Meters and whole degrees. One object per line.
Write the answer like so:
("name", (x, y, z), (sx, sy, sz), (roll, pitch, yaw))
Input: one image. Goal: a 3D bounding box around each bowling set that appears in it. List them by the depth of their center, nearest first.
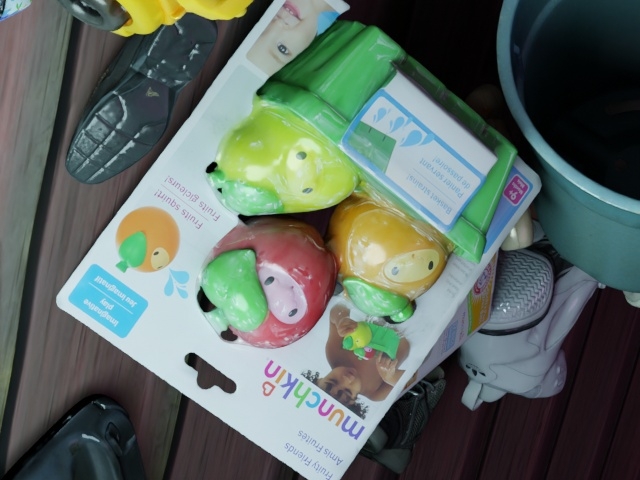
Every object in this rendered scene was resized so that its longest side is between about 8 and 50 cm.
("bowling set", (0.112, -0.065, 1.725), (0.287, 0.200, 0.154), (-67, 144, -83))

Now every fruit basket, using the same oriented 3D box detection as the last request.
("fruit basket", (0.000, 0.000, 1.471), (0.327, 0.165, 0.353), (39, 78, -25))

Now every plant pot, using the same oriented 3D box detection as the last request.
("plant pot", (0.344, -0.118, 1.695), (0.341, 0.341, 0.334), (-57, 165, -15))

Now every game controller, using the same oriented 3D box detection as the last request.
("game controller", (-0.214, 0.284, 1.525), (0.166, 0.067, 0.319), (-37, 141, -30))

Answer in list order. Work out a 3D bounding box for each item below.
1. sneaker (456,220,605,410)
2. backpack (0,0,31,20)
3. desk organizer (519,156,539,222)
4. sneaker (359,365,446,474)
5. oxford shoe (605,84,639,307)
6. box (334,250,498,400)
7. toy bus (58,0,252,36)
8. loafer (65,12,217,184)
("sneaker", (0.283, 0.059, 2.117), (0.366, 0.137, 0.210), (-36, 141, -36))
("backpack", (-0.241, -0.177, 1.085), (0.114, 0.105, 0.084), (-36, 141, -51))
("desk organizer", (0.254, -0.056, 1.978), (0.047, 0.130, 0.050), (-49, 145, -28))
("sneaker", (0.070, 0.177, 1.894), (0.130, 0.087, 0.227), (-64, 154, -8))
("oxford shoe", (0.347, -0.145, 1.965), (0.130, 0.169, 0.449), (-4, 94, -14))
("box", (0.095, 0.069, 1.831), (0.203, 0.103, 0.114), (-35, 139, -44))
("toy bus", (-0.094, -0.226, 1.186), (0.149, 0.211, 0.220), (-59, 152, -16))
("loafer", (-0.145, -0.119, 1.337), (0.062, 0.061, 0.170), (34, 100, -32))
